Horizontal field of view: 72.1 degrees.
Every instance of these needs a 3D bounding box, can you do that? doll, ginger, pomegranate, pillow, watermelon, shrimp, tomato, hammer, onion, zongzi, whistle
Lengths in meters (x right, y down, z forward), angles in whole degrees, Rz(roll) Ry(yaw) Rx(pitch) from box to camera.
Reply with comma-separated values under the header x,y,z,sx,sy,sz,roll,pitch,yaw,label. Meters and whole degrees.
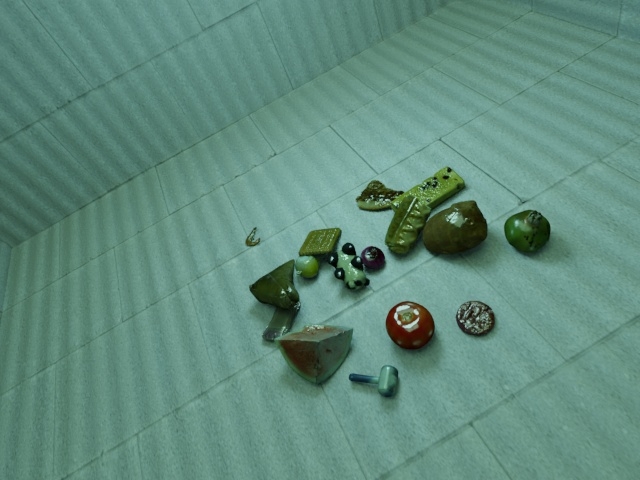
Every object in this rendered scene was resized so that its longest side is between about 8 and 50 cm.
x,y,z,sx,sy,sz,roll,pitch,yaw,label
0.132,0.123,2.007,0.144,0.135,0.234,-34,46,6,doll
0.580,-0.048,1.900,0.270,0.223,0.200,-14,68,5,ginger
0.847,-0.052,1.791,0.180,0.209,0.179,-5,63,10,pomegranate
-0.176,0.357,2.004,0.131,0.038,0.232,-2,45,32,pillow
-0.032,0.433,1.785,0.261,0.176,0.255,4,54,33,watermelon
-0.366,-0.024,2.436,0.091,0.025,0.126,2,56,25,shrimp
0.352,0.335,1.724,0.195,0.136,0.195,-13,44,13,tomato
0.198,0.529,1.676,0.194,0.069,0.116,-3,51,28,hammer
0.242,0.075,2.024,0.115,0.104,0.115,2,48,-2,onion
-0.146,0.187,2.055,0.274,0.145,0.300,7,40,48,zongzi
-0.038,0.111,2.135,0.123,0.122,0.223,19,40,35,whistle

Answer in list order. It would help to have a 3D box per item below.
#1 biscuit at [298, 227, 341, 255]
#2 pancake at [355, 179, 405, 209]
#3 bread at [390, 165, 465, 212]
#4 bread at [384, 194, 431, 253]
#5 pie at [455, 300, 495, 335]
x,y,z,sx,sy,sz,roll,pitch,yaw,label
0.000,0.000,2.182,0.173,0.029,0.254,-6,25,18,biscuit
0.316,-0.245,2.322,0.267,0.057,0.244,-10,39,11,pancake
0.530,-0.227,2.161,0.362,0.077,0.138,-34,63,-6,bread
0.393,-0.063,2.023,0.152,0.130,0.267,27,88,47,bread
0.604,0.300,1.711,0.155,0.036,0.154,-12,49,14,pie
